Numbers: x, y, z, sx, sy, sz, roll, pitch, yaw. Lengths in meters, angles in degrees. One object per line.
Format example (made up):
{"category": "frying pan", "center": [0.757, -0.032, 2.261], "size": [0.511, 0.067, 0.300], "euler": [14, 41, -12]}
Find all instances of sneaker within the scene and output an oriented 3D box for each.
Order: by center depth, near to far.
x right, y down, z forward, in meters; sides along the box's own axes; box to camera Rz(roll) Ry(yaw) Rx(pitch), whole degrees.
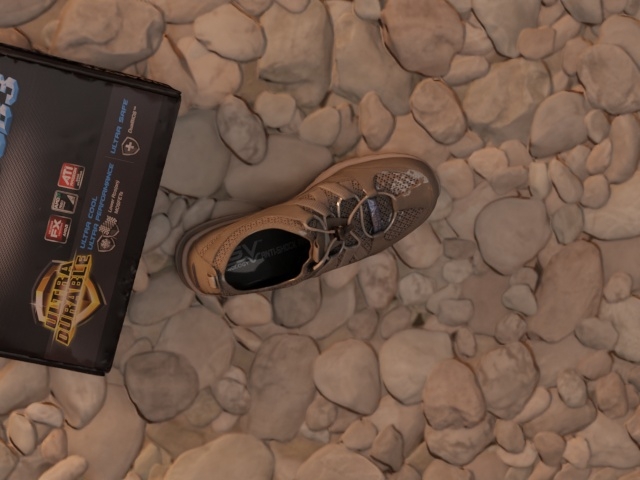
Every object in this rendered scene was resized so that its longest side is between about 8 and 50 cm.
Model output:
{"category": "sneaker", "center": [0.000, 0.000, 1.800], "size": [0.281, 0.115, 0.105], "euler": [-24, 110, -11]}

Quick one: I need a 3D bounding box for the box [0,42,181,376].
{"category": "box", "center": [-0.311, -0.040, 1.716], "size": [0.293, 0.073, 0.295], "euler": [13, 98, -21]}
